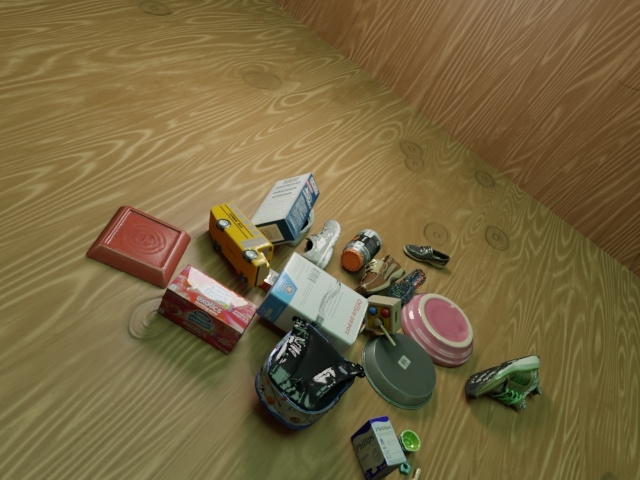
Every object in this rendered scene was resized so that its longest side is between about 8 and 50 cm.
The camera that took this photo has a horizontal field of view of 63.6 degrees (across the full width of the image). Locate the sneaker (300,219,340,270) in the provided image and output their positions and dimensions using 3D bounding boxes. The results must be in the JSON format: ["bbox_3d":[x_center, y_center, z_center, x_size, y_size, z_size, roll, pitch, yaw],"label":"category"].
[{"bbox_3d":[0.000,0.000,2.024,0.115,0.105,0.281,28,39,-7],"label":"sneaker"}]

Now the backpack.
[{"bbox_3d":[-0.057,0.398,1.479,0.276,0.213,0.263,37,30,14],"label":"backpack"}]

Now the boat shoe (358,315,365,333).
[{"bbox_3d":[0.153,0.284,1.883,0.043,0.049,0.137,35,43,5],"label":"boat shoe"}]

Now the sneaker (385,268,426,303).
[{"bbox_3d":[0.337,0.200,2.081,0.221,0.087,0.083,-31,81,-32],"label":"sneaker"}]

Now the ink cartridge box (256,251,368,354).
[{"bbox_3d":[-0.021,0.218,1.700,0.307,0.129,0.223,33,38,-3],"label":"ink cartridge box"}]

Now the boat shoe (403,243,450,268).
[{"bbox_3d":[0.485,0.057,2.337,0.223,0.073,0.080,22,39,-15],"label":"boat shoe"}]

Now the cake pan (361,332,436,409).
[{"bbox_3d":[0.283,0.441,1.801,0.293,0.054,0.293,19,40,-17],"label":"cake pan"}]

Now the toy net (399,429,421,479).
[{"bbox_3d":[0.260,0.684,1.532,0.122,0.045,0.232,12,43,-26],"label":"toy net"}]

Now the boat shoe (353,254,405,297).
[{"bbox_3d":[0.214,0.138,2.008,0.324,0.122,0.120,-23,83,-57],"label":"boat shoe"}]

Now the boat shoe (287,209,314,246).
[{"bbox_3d":[-0.071,-0.077,2.072,0.095,0.084,0.258,28,39,-7],"label":"boat shoe"}]

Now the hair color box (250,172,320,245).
[{"bbox_3d":[-0.135,-0.121,1.986,0.105,0.173,0.347,65,29,-28],"label":"hair color box"}]

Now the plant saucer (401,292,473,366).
[{"bbox_3d":[0.472,0.332,2.029,0.332,0.084,0.332,20,39,-17],"label":"plant saucer"}]

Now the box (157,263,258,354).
[{"bbox_3d":[-0.337,0.205,1.550,0.256,0.123,0.128,32,37,-2],"label":"box"}]

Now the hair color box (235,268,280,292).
[{"bbox_3d":[-0.217,0.115,1.796,0.141,0.043,0.072,32,38,-1],"label":"hair color box"}]

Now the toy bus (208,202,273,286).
[{"bbox_3d":[-0.270,0.009,1.763,0.130,0.108,0.332,-17,47,-36],"label":"toy bus"}]

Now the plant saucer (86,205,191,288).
[{"bbox_3d":[-0.569,0.004,1.661,0.258,0.048,0.259,25,40,-11],"label":"plant saucer"}]

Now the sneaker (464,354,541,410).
[{"bbox_3d":[0.714,0.555,1.935,0.410,0.158,0.182,-7,71,-34],"label":"sneaker"}]

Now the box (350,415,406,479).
[{"bbox_3d":[0.164,0.600,1.488,0.072,0.126,0.137,2,47,-32],"label":"box"}]

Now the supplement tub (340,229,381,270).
[{"bbox_3d":[0.163,0.041,2.088,0.117,0.117,0.190,40,37,7],"label":"supplement tub"}]

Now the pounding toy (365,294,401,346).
[{"bbox_3d":[0.223,0.280,1.812,0.130,0.141,0.100,5,14,32],"label":"pounding toy"}]
